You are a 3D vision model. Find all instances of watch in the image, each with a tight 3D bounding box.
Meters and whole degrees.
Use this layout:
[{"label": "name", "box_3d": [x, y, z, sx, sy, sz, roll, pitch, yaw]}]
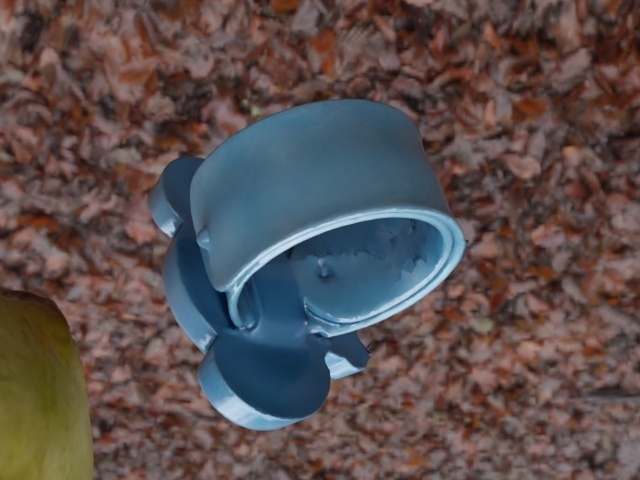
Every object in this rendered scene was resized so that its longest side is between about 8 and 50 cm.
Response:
[{"label": "watch", "box_3d": [0.000, 0.000, 0.659, 0.211, 0.211, 0.193, 30, 128, -29]}]

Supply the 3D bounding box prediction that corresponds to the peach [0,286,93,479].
[{"label": "peach", "box_3d": [-0.281, 0.166, 0.557, 0.314, 0.316, 0.281, 6, 150, 24]}]
